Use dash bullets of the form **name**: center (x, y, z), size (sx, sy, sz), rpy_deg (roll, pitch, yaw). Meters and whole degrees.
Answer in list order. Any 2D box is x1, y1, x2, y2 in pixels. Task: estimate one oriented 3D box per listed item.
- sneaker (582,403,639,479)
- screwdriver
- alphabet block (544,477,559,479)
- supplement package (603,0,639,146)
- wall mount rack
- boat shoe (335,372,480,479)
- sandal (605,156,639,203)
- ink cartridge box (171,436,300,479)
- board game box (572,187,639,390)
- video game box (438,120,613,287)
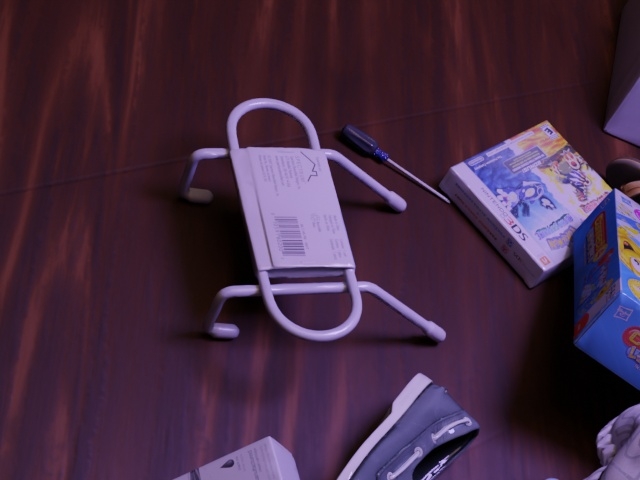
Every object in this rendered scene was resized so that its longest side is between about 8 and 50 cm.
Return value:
- **sneaker**: center (0.341, 0.222, 1.517), size (0.110, 0.118, 0.292), rpy_deg (41, 22, 6)
- **screwdriver**: center (0.100, -0.099, 1.942), size (0.170, 0.025, 0.024), rpy_deg (32, 47, 4)
- **alphabet block**: center (0.190, 0.385, 1.467), size (0.193, 0.197, 0.192), rpy_deg (-24, 64, -37)
- **supplement package**: center (0.540, -0.276, 2.179), size (0.178, 0.175, 0.293), rpy_deg (22, 47, -5)
- **wall mount rack**: center (0.000, 0.000, 1.755), size (0.304, 0.130, 0.350), rpy_deg (0, 53, -19)
- **boat shoe**: center (0.072, 0.262, 1.573), size (0.099, 0.116, 0.319), rpy_deg (33, 42, 9)
- **sandal**: center (0.437, -0.052, 2.000), size (0.049, 0.072, 0.180), rpy_deg (-28, 47, -17)
- **ink cartridge box**: center (-0.091, 0.276, 1.466), size (0.150, 0.063, 0.109), rpy_deg (-26, 56, 10)
- **board game box**: center (0.447, 0.108, 1.785), size (0.308, 0.086, 0.302), rpy_deg (34, 25, -7)
- **video game box**: center (0.287, -0.051, 1.971), size (0.205, 0.048, 0.187), rpy_deg (-27, 70, -37)
